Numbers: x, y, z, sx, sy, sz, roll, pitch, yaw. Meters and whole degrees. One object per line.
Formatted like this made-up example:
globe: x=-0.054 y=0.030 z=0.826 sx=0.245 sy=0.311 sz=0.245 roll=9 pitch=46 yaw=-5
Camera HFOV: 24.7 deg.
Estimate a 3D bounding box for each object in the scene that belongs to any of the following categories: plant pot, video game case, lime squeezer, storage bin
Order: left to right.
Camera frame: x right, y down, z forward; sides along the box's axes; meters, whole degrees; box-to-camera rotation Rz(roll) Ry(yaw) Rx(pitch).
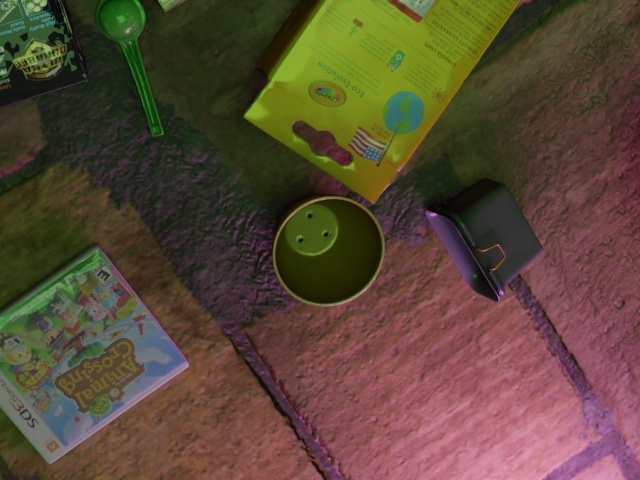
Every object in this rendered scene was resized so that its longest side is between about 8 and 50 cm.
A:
video game case: x=-0.297 y=0.138 z=1.754 sx=0.212 sy=0.023 sz=0.193 roll=-35 pitch=112 yaw=-1
lime squeezer: x=-0.224 y=-0.251 z=1.611 sx=0.059 sy=0.110 sz=0.310 roll=-25 pitch=142 yaw=-3
plant pot: x=0.000 y=0.000 z=1.744 sx=0.134 sy=0.095 sz=0.134 roll=-4 pitch=107 yaw=-12
storage bin: x=0.209 y=-0.006 z=1.800 sx=0.091 sy=0.098 sz=0.135 roll=-38 pitch=112 yaw=-11

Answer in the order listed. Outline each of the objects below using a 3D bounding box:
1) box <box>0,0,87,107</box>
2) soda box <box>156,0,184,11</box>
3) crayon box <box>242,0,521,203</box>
box: x=-0.431 y=-0.267 z=1.557 sx=0.296 sy=0.073 sz=0.293 roll=-18 pitch=115 yaw=-3
soda box: x=-0.114 y=-0.328 z=1.632 sx=0.181 sy=0.061 sz=0.058 roll=-32 pitch=111 yaw=-2
crayon box: x=0.069 y=-0.229 z=1.697 sx=0.202 sy=0.081 sz=0.318 roll=34 pitch=96 yaw=-20
